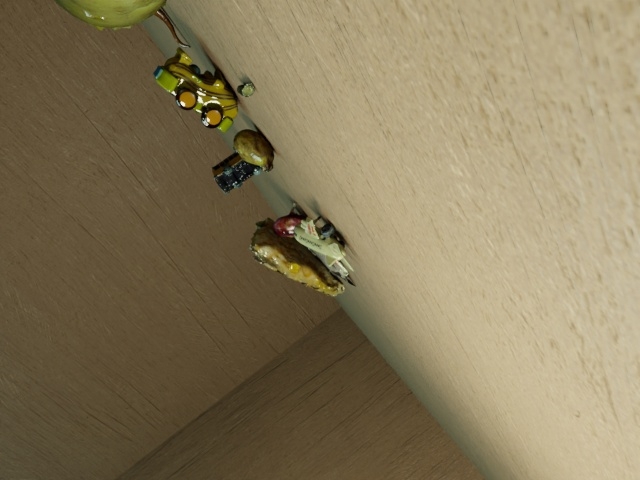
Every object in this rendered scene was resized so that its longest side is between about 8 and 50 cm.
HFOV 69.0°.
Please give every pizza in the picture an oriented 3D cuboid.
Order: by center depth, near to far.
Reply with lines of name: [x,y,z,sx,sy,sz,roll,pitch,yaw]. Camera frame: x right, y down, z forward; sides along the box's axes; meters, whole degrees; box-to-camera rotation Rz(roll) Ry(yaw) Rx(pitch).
pizza: [-0.128,0.037,1.839,0.435,0.080,0.392,30,-166,-37]

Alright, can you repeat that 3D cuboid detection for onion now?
onion: [-0.106,-0.082,1.764,0.150,0.150,0.140,151,117,-85]

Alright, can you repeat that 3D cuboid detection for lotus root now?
lotus root: [-0.186,-0.265,1.379,0.108,0.094,0.191,24,-170,-47]

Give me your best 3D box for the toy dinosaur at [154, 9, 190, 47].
toy dinosaur: [-0.598,-0.792,1.506,0.432,0.097,0.208,55,-170,21]

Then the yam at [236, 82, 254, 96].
yam: [-0.169,-0.342,1.052,0.027,0.033,0.129,26,-169,-23]

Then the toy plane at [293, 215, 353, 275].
toy plane: [0.000,0.000,1.354,0.242,0.104,0.256,54,175,-39]

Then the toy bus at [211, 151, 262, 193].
toy bus: [-0.326,-0.286,1.830,0.114,0.201,0.098,51,175,49]

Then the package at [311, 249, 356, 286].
package: [0.029,0.075,1.845,0.251,0.062,0.204,53,178,-41]

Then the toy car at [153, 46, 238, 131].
toy car: [-0.332,-0.424,1.308,0.248,0.142,0.200,32,-169,-40]

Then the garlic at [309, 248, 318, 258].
garlic: [-0.093,-0.011,2.108,0.228,0.110,0.217,56,178,-29]

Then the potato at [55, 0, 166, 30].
potato: [-0.322,-0.441,0.682,0.359,0.219,0.269,46,164,43]
